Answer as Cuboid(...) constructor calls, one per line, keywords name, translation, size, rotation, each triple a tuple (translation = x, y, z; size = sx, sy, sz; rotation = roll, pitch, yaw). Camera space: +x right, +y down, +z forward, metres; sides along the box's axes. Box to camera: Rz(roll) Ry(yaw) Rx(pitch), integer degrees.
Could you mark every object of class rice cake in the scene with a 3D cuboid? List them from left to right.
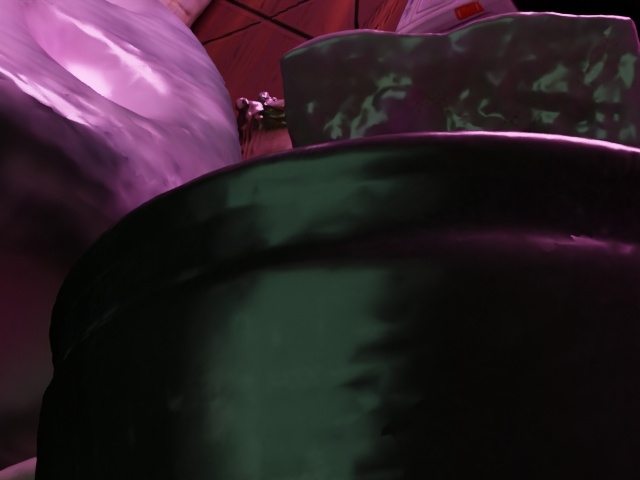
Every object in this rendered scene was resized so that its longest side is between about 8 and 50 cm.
Cuboid(name="rice cake", translation=(0.058, -0.028, 0.635), size=(0.106, 0.050, 0.298), rotation=(-5, -4, 9))

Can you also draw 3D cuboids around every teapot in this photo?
Cuboid(name="teapot", translation=(-0.004, 0.121, 0.497), size=(0.322, 0.239, 0.239), rotation=(1, 59, 4))

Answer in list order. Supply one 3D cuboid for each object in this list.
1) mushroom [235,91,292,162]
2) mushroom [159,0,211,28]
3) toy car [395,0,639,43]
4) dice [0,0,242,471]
Cuboid(name="mushroom", translation=(-0.003, 0.003, 0.853), size=(0.092, 0.081, 0.223), rotation=(-45, 26, 8))
Cuboid(name="mushroom", translation=(-0.134, -0.124, 1.208), size=(0.100, 0.081, 0.312), rotation=(-5, 44, 47))
Cuboid(name="toy car", translation=(0.114, -0.154, 0.887), size=(0.108, 0.089, 0.209), rotation=(-16, 43, 52))
Cuboid(name="dice", translation=(-0.260, -0.014, 0.884), size=(0.328, 0.348, 0.330), rotation=(-55, 24, 16))
